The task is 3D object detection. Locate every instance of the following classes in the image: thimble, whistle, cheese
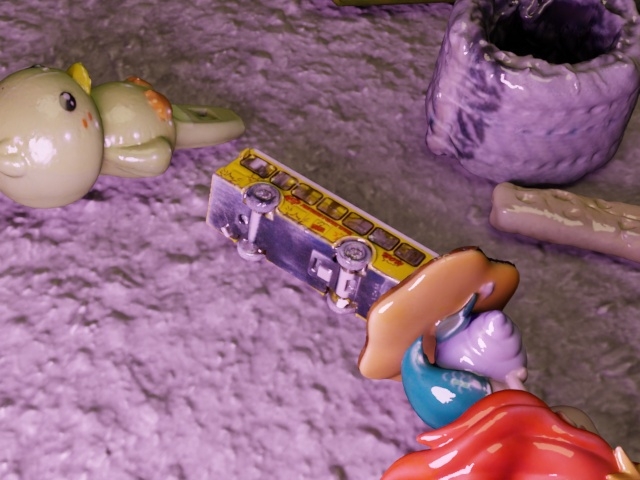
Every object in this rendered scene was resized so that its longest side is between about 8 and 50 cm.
[{"bbox_3d":[0.225,-0.179,1.444,0.245,0.157,0.217,-30,56,-33],"label":"thimble"},{"bbox_3d":[-0.203,-0.117,1.314,0.294,0.141,0.141,-22,53,-30],"label":"whistle"},{"bbox_3d":[0.264,-0.018,1.371,0.194,0.043,0.065,12,45,2],"label":"cheese"}]

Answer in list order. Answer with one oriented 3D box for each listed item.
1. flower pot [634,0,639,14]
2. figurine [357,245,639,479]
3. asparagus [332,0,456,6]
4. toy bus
[{"bbox_3d":[0.343,-0.308,1.610,0.229,0.103,0.108,-22,89,-29],"label":"flower pot"},{"bbox_3d":[0.137,0.157,1.093,0.208,0.181,0.257,25,27,-50],"label":"figurine"},{"bbox_3d":[0.122,-0.306,1.619,0.277,0.067,0.060,-7,74,-12],"label":"asparagus"},{"bbox_3d":[0.000,0.000,1.273,0.226,0.081,0.074,30,48,18],"label":"toy bus"}]
